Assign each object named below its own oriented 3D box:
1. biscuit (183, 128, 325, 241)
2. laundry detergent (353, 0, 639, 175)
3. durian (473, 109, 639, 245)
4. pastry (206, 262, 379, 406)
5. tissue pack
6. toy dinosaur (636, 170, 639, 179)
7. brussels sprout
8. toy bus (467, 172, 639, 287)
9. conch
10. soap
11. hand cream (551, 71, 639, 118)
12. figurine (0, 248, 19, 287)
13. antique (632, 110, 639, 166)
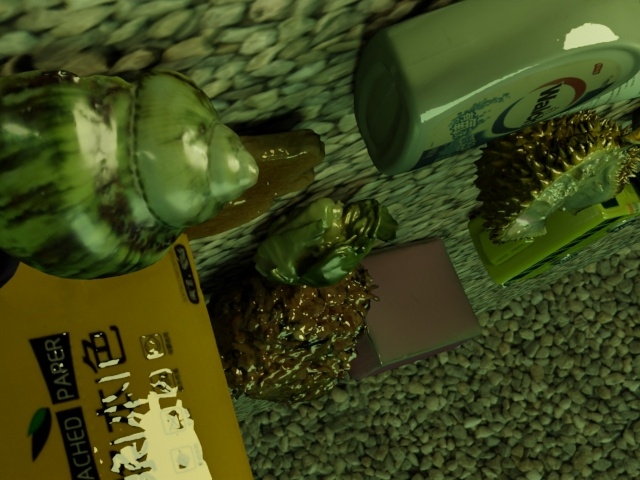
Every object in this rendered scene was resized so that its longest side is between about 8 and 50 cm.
[{"bbox_3d":[-0.090,-0.049,1.001,0.166,0.036,0.225,-12,165,-29],"label":"biscuit"},{"bbox_3d":[0.175,-0.152,0.889,0.280,0.105,0.215,-22,170,-10],"label":"laundry detergent"},{"bbox_3d":[0.263,-0.099,1.188,0.193,0.138,0.237,-9,164,-38],"label":"durian"},{"bbox_3d":[-0.033,0.121,1.407,0.274,0.193,0.275,-22,177,-1],"label":"pastry"},{"bbox_3d":[-0.230,0.210,0.979,0.293,0.382,0.228,-9,166,-33],"label":"tissue pack"},{"bbox_3d":[0.543,-0.126,1.584,0.499,0.144,0.374,-29,161,7],"label":"toy dinosaur"},{"bbox_3d":[0.001,0.003,1.252,0.181,0.100,0.139,-37,175,38],"label":"brussels sprout"},{"bbox_3d":[0.352,-0.036,1.624,0.150,0.128,0.262,-12,161,-40],"label":"toy bus"},{"bbox_3d":[-0.143,-0.049,0.715,0.181,0.124,0.187,-27,159,4],"label":"conch"},{"bbox_3d":[0.120,0.100,1.646,0.259,0.181,0.081,-11,163,-47],"label":"soap"},{"bbox_3d":[0.306,-0.173,1.118,0.331,0.085,0.058,-16,-155,-20],"label":"hand cream"},{"bbox_3d":[-0.287,0.017,0.715,0.145,0.145,0.222,-23,-172,0],"label":"figurine"},{"bbox_3d":[0.521,-0.131,1.467,0.183,0.086,0.088,19,148,-17],"label":"antique"}]
